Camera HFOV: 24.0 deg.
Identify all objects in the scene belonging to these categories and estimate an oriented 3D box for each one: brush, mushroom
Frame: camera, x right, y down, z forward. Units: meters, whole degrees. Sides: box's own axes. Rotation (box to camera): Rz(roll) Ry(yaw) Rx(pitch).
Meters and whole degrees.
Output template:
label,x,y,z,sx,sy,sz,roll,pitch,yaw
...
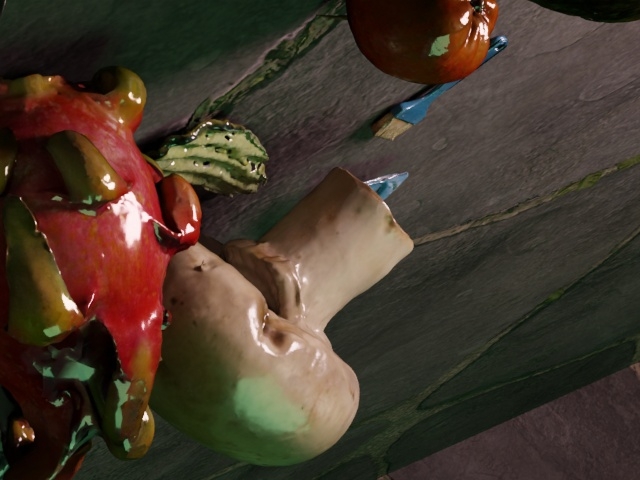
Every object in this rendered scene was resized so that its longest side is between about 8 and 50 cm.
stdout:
label,x,y,z,sx,sy,sz,roll,pitch,yaw
brush,0.120,-0.151,1.497,0.164,0.014,0.051,-36,162,21
mushroom,-0.058,0.051,1.429,0.290,0.292,0.292,-49,160,1

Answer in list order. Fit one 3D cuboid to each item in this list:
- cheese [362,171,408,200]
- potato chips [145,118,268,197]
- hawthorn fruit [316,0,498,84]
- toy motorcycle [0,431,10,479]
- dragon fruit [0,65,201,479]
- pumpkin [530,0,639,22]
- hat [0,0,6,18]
label,x,y,z,sx,sy,sz,roll,pitch,yaw
cheese,0.000,0.000,1.673,0.135,0.052,0.244,-17,158,-37
potato chips,-0.094,-0.071,1.385,0.092,0.028,0.207,-34,161,17
hawthorn fruit,0.077,-0.178,1.200,0.140,0.125,0.125,-34,161,12
toy motorcycle,-0.354,0.134,1.381,0.188,0.143,0.327,-29,142,13
dragon fruit,-0.206,0.027,1.131,0.228,0.243,0.307,-6,132,-16
pumpkin,0.232,-0.283,1.022,0.320,0.192,0.320,-23,159,-9
hat,-0.240,-0.157,0.900,0.121,0.121,0.050,-29,-160,4
